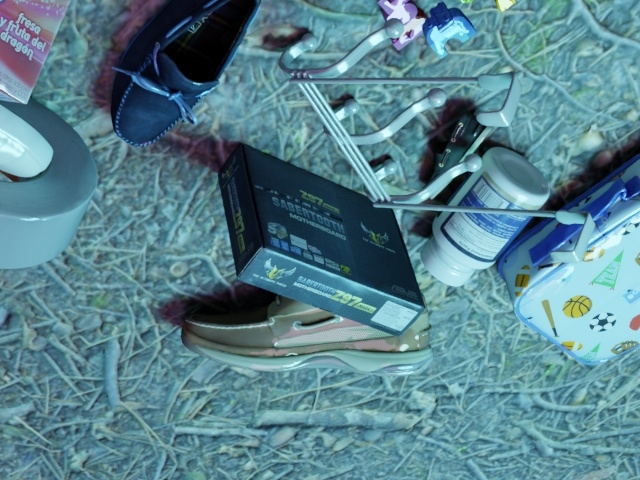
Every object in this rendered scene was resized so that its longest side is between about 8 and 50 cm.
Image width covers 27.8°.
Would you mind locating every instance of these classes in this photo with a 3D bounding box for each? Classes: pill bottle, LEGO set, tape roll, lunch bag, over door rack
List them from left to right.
[{"bbox_3d":[-0.344,-0.072,1.328,0.219,0.219,0.072,15,126,-26],"label":"tape roll"},{"bbox_3d":[0.133,-0.115,1.382,0.108,0.324,0.239,-54,133,-18],"label":"over door rack"},{"bbox_3d":[0.152,-0.280,1.352,0.227,0.087,0.093,-35,131,17],"label":"LEGO set"},{"bbox_3d":[0.197,-0.025,1.593,0.094,0.094,0.169,18,126,-28],"label":"pill bottle"},{"bbox_3d":[0.395,0.019,1.673,0.303,0.115,0.243,-39,127,22],"label":"lunch bag"}]

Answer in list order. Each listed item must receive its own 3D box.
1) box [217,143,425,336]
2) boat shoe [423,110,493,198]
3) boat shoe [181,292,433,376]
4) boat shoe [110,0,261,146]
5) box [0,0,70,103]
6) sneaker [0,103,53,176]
[{"bbox_3d":[0.000,0.000,1.505,0.232,0.183,0.059,22,123,-29],"label":"box"},{"bbox_3d":[0.157,-0.102,1.550,0.042,0.049,0.133,36,134,3],"label":"boat shoe"},{"bbox_3d":[-0.015,0.103,1.661,0.324,0.123,0.116,2,98,-5],"label":"boat shoe"},{"bbox_3d":[-0.149,-0.192,1.354,0.109,0.089,0.258,16,127,-26],"label":"boat shoe"},{"bbox_3d":[-0.381,-0.250,1.131,0.300,0.154,0.142,33,74,-49],"label":"box"},{"bbox_3d":[-0.381,-0.097,1.185,0.106,0.123,0.290,7,166,45],"label":"sneaker"}]
